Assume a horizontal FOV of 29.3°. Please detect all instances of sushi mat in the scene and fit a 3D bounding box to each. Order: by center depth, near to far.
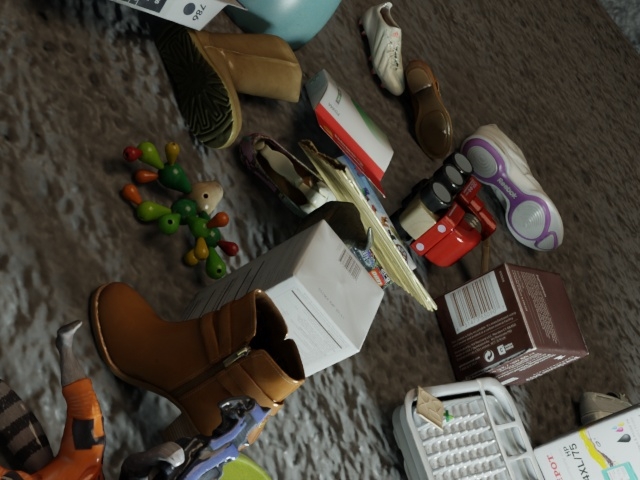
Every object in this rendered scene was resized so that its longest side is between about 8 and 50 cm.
[{"bbox_3d":[0.075,-0.023,1.886,0.316,0.019,0.151,55,-7,-34],"label":"sushi mat"}]

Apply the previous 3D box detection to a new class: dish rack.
[{"bbox_3d":[0.240,0.372,1.981,0.333,0.072,0.286,2,64,-53],"label":"dish rack"}]

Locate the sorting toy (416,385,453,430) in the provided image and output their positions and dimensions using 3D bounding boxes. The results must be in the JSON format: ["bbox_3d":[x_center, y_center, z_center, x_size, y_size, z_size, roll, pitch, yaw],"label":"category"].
[{"bbox_3d":[0.178,0.268,1.905,0.083,0.012,0.062,37,34,-25],"label":"sorting toy"}]

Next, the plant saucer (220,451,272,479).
[{"bbox_3d":[-0.108,0.362,1.543,0.241,0.037,0.241,33,41,-35],"label":"plant saucer"}]

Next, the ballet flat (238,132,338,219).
[{"bbox_3d":[-0.036,-0.090,1.931,0.221,0.077,0.079,40,-5,-13],"label":"ballet flat"}]

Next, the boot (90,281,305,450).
[{"bbox_3d":[-0.152,0.121,1.486,0.109,0.220,0.283,-2,55,-50],"label":"boot"}]

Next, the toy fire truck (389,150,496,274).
[{"bbox_3d":[0.256,-0.003,2.254,0.246,0.158,0.217,46,33,-3],"label":"toy fire truck"}]

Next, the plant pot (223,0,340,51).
[{"bbox_3d":[-0.050,-0.505,2.159,0.290,0.195,0.290,34,41,-36],"label":"plant pot"}]

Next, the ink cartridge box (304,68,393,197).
[{"bbox_3d":[0.058,-0.190,2.119,0.181,0.056,0.225,45,10,-22],"label":"ink cartridge box"}]

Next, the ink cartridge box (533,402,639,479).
[{"bbox_3d":[0.571,0.406,2.222,0.197,0.270,0.198,-8,71,-54],"label":"ink cartridge box"}]

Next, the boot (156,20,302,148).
[{"bbox_3d":[-0.116,-0.248,1.964,0.269,0.089,0.236,0,63,-55],"label":"boot"}]

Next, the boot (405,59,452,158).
[{"bbox_3d":[0.221,-0.271,2.466,0.152,0.073,0.197,-69,145,-74],"label":"boot"}]

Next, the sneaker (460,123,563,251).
[{"bbox_3d":[0.421,-0.119,2.572,0.305,0.114,0.152,54,34,-9],"label":"sneaker"}]

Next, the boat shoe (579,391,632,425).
[{"bbox_3d":[0.601,0.344,2.488,0.227,0.079,0.081,16,57,-44],"label":"boat shoe"}]

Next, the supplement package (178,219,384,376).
[{"bbox_3d":[-0.063,0.104,1.615,0.139,0.244,0.134,51,34,-16],"label":"supplement package"}]

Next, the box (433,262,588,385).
[{"bbox_3d":[0.341,0.154,2.198,0.203,0.168,0.167,10,56,-50],"label":"box"}]

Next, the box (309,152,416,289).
[{"bbox_3d":[0.058,-0.026,2.069,0.233,0.044,0.159,60,32,1],"label":"box"}]

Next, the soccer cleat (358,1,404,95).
[{"bbox_3d":[0.133,-0.381,2.420,0.068,0.076,0.196,9,59,-51],"label":"soccer cleat"}]

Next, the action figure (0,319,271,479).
[{"bbox_3d":[-0.230,0.253,1.345,0.341,0.178,0.330,-38,103,-33],"label":"action figure"}]

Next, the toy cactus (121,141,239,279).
[{"bbox_3d":[-0.181,-0.056,1.731,0.219,0.112,0.180,49,23,-2],"label":"toy cactus"}]

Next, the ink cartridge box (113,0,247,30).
[{"bbox_3d":[-0.275,-0.399,1.830,0.332,0.065,0.165,9,30,-49],"label":"ink cartridge box"}]

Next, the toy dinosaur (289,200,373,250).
[{"bbox_3d":[0.000,0.000,1.826,0.121,0.313,0.160,26,64,-4],"label":"toy dinosaur"}]
